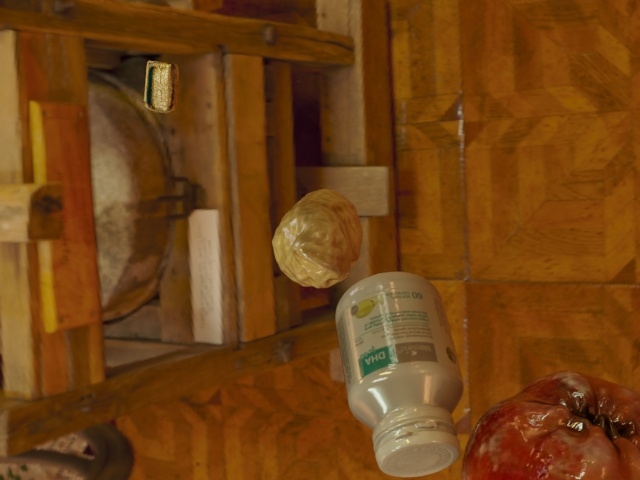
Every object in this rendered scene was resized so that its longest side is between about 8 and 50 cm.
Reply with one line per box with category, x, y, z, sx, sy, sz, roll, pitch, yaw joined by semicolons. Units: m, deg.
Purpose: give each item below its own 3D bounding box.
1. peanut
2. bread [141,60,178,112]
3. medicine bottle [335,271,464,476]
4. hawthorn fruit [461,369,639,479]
peanut;0.000;0.000;1.470;0.153;0.325;0.140;41;103;-9
bread;-0.333;-0.322;1.809;0.072;0.053;0.106;7;100;4
medicine bottle;0.095;0.156;0.998;0.135;0.135;0.215;-34;45;28
hawthorn fruit;0.293;0.291;0.982;0.284;0.284;0.284;3;96;30
